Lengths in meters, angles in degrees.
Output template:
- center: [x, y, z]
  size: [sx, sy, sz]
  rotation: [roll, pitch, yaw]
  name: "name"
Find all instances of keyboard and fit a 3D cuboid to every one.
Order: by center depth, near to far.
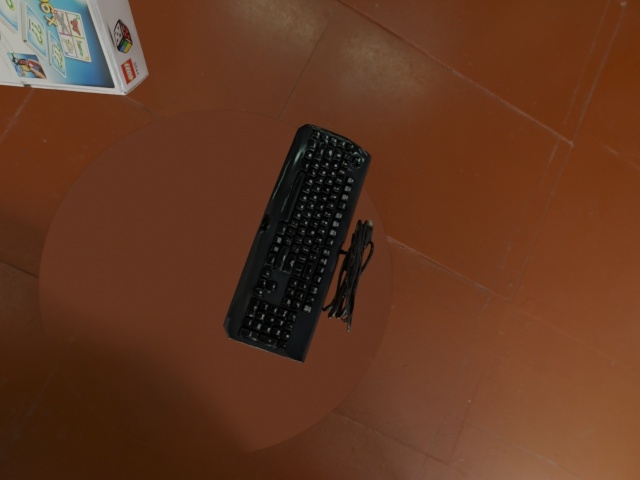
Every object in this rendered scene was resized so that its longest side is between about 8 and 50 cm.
- center: [0.000, 0.000, 0.341]
  size: [0.100, 0.038, 0.192]
  rotation: [21, 79, -11]
  name: "keyboard"

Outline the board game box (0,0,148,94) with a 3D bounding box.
- center: [-0.264, -0.267, 0.303]
  size: [0.193, 0.305, 0.053]
  rotation: [8, 44, 7]
  name: "board game box"
